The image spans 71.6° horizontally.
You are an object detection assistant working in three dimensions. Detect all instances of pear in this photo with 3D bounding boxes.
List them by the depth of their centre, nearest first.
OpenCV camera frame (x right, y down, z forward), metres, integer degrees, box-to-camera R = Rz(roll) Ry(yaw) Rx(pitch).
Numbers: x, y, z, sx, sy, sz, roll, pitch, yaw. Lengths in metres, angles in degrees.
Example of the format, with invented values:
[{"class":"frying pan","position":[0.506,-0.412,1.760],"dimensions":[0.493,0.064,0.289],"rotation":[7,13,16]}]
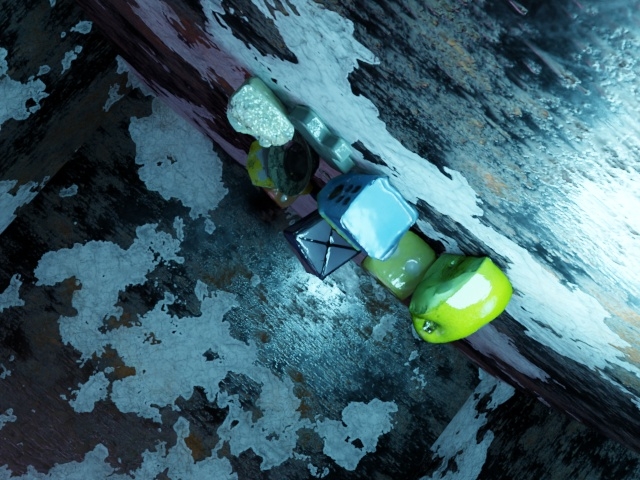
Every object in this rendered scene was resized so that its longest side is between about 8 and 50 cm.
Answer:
[{"class":"pear","position":[0.445,0.211,1.476],"dimensions":[0.238,0.318,0.342],"rotation":[45,176,-6]}]

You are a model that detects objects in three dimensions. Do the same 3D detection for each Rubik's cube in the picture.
[{"class":"Rubik's cube","position":[0.000,0.000,2.466],"dimensions":[0.305,0.310,0.307],"rotation":[57,170,-14]}]

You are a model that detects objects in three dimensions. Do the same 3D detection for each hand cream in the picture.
[{"class":"hand cream","position":[-0.053,-0.273,2.304],"dimensions":[0.270,0.061,0.120],"rotation":[46,-177,35]}]

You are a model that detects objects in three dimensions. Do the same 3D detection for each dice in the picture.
[{"class":"dice","position":[0.314,0.089,1.794],"dimensions":[0.233,0.227,0.238],"rotation":[42,176,6]},{"class":"dice","position":[-0.216,-0.302,2.443],"dimensions":[0.174,0.179,0.175],"rotation":[44,174,37]}]

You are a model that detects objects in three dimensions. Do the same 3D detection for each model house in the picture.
[{"class":"model house","position":[0.132,-0.091,1.505],"dimensions":[0.237,0.216,0.303],"rotation":[44,170,-28]},{"class":"model house","position":[-0.200,-0.325,1.875],"dimensions":[0.208,0.219,0.136],"rotation":[59,-175,4]}]

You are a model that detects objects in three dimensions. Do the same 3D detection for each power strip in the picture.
[{"class":"power strip","position":[0.023,-0.308,1.407],"dimensions":[0.265,0.059,0.193],"rotation":[44,177,-39]}]

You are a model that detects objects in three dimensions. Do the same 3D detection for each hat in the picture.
[{"class":"hat","position":[-0.081,-0.304,1.728],"dimensions":[0.128,0.266,0.265],"rotation":[-7,-148,-42]}]

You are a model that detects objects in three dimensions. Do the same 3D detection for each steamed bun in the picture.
[{"class":"steamed bun","position":[-0.199,-0.400,1.451],"dimensions":[0.225,0.170,0.200],"rotation":[42,-161,-23]}]

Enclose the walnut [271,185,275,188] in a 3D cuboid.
[{"class":"walnut","position":[-0.233,-0.349,2.112],"dimensions":[0.228,0.228,0.228],"rotation":[39,175,4]}]

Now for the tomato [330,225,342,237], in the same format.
[{"class":"tomato","position":[0.137,-0.091,1.787],"dimensions":[0.259,0.180,0.260],"rotation":[37,173,5]}]

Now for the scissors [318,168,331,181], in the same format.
[{"class":"scissors","position":[0.086,-0.216,1.945],"dimensions":[0.300,0.022,0.109],"rotation":[44,169,-31]}]

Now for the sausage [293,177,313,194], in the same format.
[{"class":"sausage","position":[-0.144,-0.319,2.248],"dimensions":[0.270,0.109,0.109],"rotation":[38,174,31]}]
